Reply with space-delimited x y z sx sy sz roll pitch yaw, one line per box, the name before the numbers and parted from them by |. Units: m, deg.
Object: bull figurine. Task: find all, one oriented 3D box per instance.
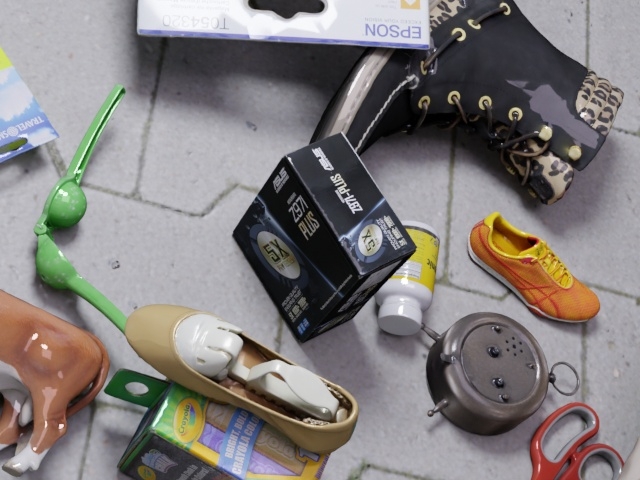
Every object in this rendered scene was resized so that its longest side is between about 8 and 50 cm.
bull figurine | -0.354 0.092 1.352 0.310 0.101 0.188 25 61 -6

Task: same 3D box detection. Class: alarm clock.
alarm clock | 0.202 0.144 1.583 0.192 0.064 0.129 7 62 -23

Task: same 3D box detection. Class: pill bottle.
pill bottle | 0.093 0.042 1.584 0.065 0.065 0.116 19 60 -13

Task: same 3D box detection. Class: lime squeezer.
lime squeezer | -0.238 -0.019 1.462 0.110 0.059 0.310 -19 62 17

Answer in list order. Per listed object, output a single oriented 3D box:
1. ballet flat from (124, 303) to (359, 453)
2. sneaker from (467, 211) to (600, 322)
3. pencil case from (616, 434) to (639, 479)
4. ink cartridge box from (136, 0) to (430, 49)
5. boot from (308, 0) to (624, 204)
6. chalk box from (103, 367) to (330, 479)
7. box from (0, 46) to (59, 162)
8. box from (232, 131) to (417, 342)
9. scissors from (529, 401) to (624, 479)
ballet flat | -0.065 0.113 1.318 0.232 0.073 0.080 28 57 -7
sneaker | 0.248 0.035 1.652 0.175 0.067 0.064 32 55 -7
pencil case | 0.417 0.233 1.569 0.160 0.183 0.410 18 54 20
ink cartridge box | -0.042 -0.367 1.605 0.324 0.071 0.330 2 80 -9
boot | 0.173 -0.144 1.676 0.284 0.138 0.377 38 54 -3
chalk box | -0.103 0.177 1.393 0.213 0.132 0.132 32 57 -6
box | -0.364 -0.150 1.504 0.109 0.042 0.178 -29 79 -31
box | 0.000 0.000 1.497 0.077 0.180 0.147 -25 76 -31
scissors | 0.218 0.283 1.543 0.297 0.021 0.109 -35 84 -31
